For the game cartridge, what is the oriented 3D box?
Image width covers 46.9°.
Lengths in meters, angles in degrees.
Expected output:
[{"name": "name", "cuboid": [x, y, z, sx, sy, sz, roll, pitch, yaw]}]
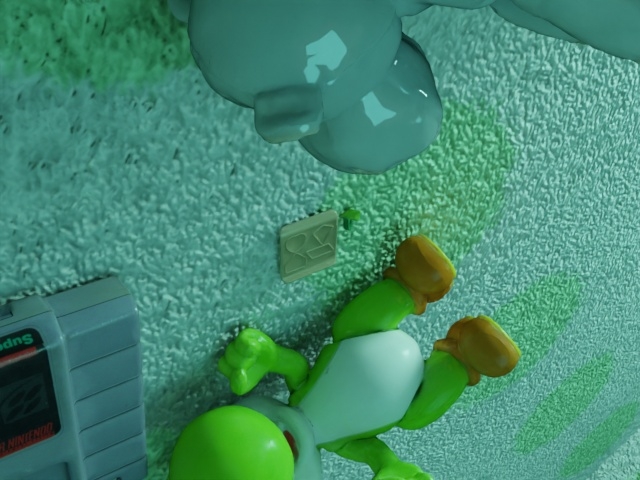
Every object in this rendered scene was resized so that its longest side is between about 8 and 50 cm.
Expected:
[{"name": "game cartridge", "cuboid": [-0.294, 0.167, 0.510, 0.355, 0.068, 0.230, -19, 142, -29]}]

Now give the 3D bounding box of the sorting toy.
[{"name": "sorting toy", "cuboid": [0.000, 0.000, 0.656, 0.083, 0.012, 0.062, -21, 134, -22]}]

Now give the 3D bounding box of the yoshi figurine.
[{"name": "yoshi figurine", "cuboid": [0.003, 0.159, 0.688, 0.362, 0.203, 0.203, -37, 128, -4]}]

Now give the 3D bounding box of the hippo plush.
[{"name": "hippo plush", "cuboid": [0.056, -0.136, 0.385, 0.236, 0.234, 0.294, -47, 144, 4]}]
